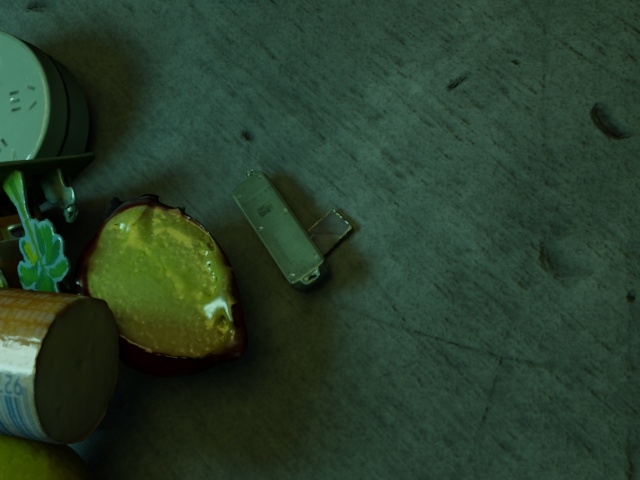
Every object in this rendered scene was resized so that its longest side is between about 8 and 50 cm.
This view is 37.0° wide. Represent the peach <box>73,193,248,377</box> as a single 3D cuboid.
[{"bbox_3d":[-0.260,0.109,1.652,0.361,0.201,0.258,38,68,18],"label":"peach"}]

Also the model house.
[{"bbox_3d":[-0.514,0.043,1.706,0.357,0.242,0.313,-30,83,36],"label":"model house"}]

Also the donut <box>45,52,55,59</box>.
[{"bbox_3d":[-0.619,-0.338,1.995,0.151,0.058,0.152,-4,71,13],"label":"donut"}]

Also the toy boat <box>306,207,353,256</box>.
[{"bbox_3d":[0.000,0.000,1.718,0.115,0.016,0.063,-43,64,-5],"label":"toy boat"}]

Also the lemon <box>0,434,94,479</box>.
[{"bbox_3d":[-0.513,0.456,1.518,0.347,0.348,0.348,-5,69,13],"label":"lemon"}]

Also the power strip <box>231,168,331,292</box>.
[{"bbox_3d":[-0.071,-0.017,1.710,0.078,0.052,0.272,-36,59,1],"label":"power strip"}]

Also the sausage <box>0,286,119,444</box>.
[{"bbox_3d":[-0.484,0.187,1.482,0.287,0.233,0.233,2,70,23],"label":"sausage"}]

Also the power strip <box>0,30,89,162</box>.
[{"bbox_3d":[-0.639,-0.220,1.861,0.357,0.161,0.358,-2,83,15],"label":"power strip"}]
